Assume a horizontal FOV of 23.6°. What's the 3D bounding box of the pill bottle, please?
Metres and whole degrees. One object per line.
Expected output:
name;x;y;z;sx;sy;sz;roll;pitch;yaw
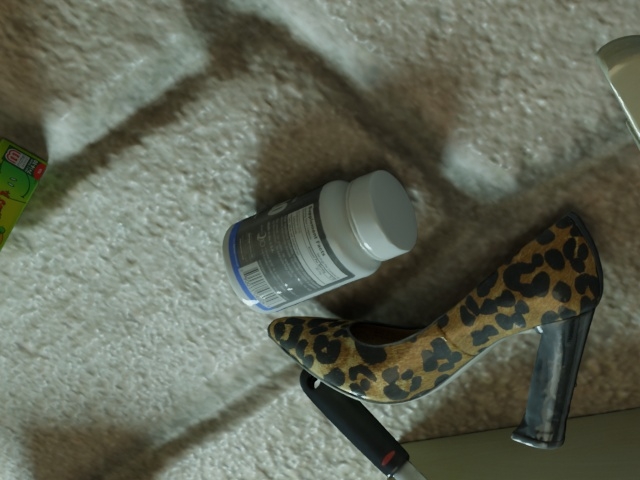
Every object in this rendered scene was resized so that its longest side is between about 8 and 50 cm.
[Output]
pill bottle;0.000;0.000;1.166;0.137;0.078;0.078;-22;120;28

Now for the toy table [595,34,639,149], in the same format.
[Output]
toy table;0.289;-0.045;0.908;0.161;0.252;0.274;-30;108;11

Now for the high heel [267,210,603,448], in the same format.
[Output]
high heel;0.088;0.041;1.198;0.261;0.093;0.186;15;109;18

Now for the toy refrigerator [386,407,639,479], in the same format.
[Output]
toy refrigerator;0.194;0.220;1.284;0.269;0.102;0.094;-13;125;22

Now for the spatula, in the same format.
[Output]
spatula;0.084;0.201;1.243;0.296;0.030;0.084;44;98;23

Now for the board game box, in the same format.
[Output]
board game box;-0.274;0.012;1.175;0.043;0.181;0.092;30;130;-11
